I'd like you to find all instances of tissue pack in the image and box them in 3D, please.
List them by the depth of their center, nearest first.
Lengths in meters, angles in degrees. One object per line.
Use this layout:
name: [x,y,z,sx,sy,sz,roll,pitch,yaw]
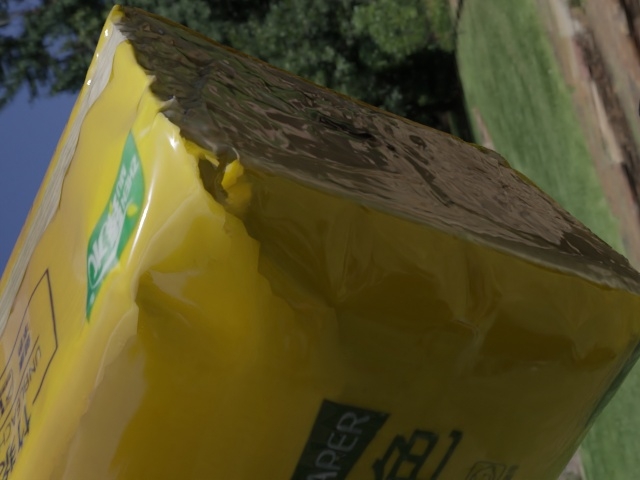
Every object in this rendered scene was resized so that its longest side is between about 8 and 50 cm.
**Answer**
tissue pack: [-0.047,0.109,0.550,0.293,0.381,0.228,17,-157,-31]

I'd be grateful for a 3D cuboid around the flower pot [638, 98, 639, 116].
flower pot: [0.455,-0.210,0.804,0.293,0.294,0.330,50,-119,-74]
